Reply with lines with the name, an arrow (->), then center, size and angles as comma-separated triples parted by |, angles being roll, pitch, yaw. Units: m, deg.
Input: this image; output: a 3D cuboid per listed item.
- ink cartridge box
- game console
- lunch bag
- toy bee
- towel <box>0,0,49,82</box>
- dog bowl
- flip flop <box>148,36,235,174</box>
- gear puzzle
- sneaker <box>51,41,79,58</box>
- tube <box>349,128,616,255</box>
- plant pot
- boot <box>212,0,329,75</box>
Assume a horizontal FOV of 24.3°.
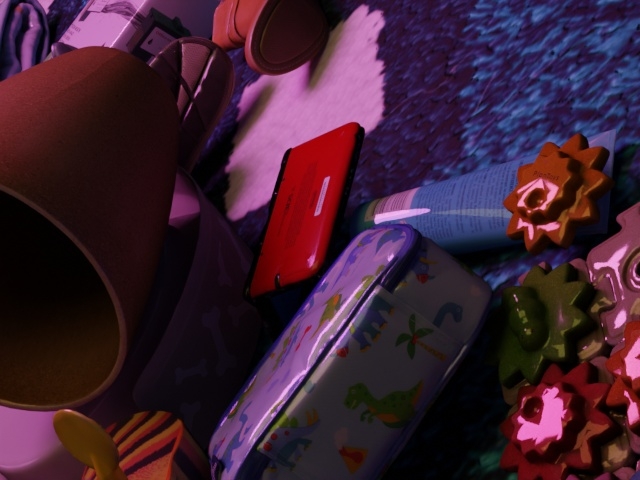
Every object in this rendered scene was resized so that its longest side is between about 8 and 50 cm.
ink cartridge box -> -0.208, -0.226, 1.661 | 0.219, 0.092, 0.160 | -54, 31, 0
game console -> 0.000, 0.000, 1.148 | 0.124, 0.085, 0.144 | -21, 44, 43
lunch bag -> 0.013, 0.093, 0.995 | 0.219, 0.090, 0.176 | -54, 7, -1
toy bee -> -0.110, 0.215, 0.973 | 0.162, 0.195, 0.298 | -21, 44, 24
towel -> -0.505, -0.126, 1.973 | 0.320, 0.090, 0.374 | -31, 37, 32
dog bowl -> -0.188, 0.102, 1.287 | 0.349, 0.102, 0.349 | -34, 36, 29
flip flop -> -0.179, -0.081, 1.476 | 0.277, 0.112, 0.080 | -55, -1, 8
gear puzzle -> 0.165, 0.051, 0.884 | 0.175, 0.044, 0.339 | -35, 39, 29
sneaker -> -0.288, -0.062, 1.400 | 0.300, 0.121, 0.111 | -44, 3, 7
tube -> 0.115, -0.022, 1.054 | 0.207, 0.052, 0.080 | -14, 60, 39
plant pot -> -0.213, -0.039, 1.173 | 0.237, 0.237, 0.254 | -27, 26, 38
boot -> -0.060, -0.213, 1.468 | 0.152, 0.073, 0.197 | -18, 33, 43
